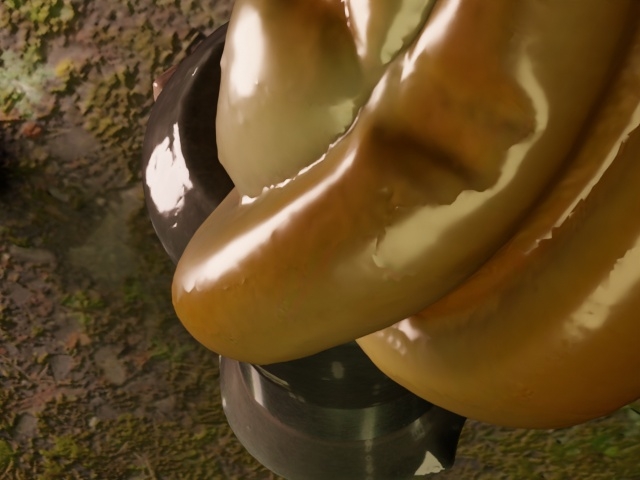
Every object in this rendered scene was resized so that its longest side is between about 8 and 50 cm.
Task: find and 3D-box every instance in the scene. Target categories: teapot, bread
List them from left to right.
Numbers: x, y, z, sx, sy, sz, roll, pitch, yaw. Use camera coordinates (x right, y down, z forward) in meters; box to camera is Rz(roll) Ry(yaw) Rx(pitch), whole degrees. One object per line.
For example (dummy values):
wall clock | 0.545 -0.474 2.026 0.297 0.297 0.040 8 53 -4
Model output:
teapot | 0.000 0.000 1.178 0.300 0.253 0.344 41 156 22
bread | 0.092 -0.125 0.815 0.245 0.329 0.424 18 111 -12
